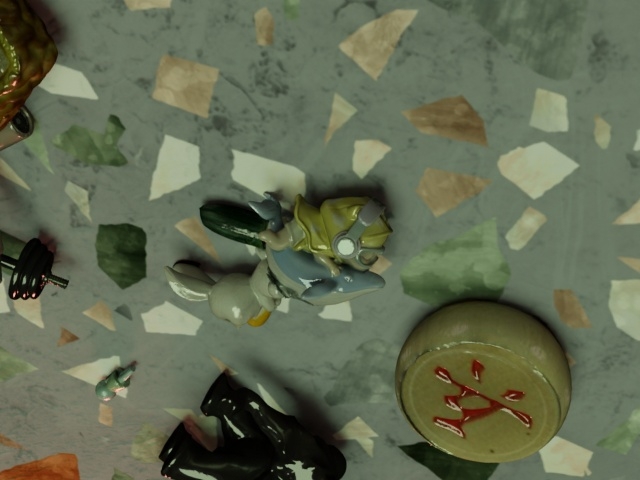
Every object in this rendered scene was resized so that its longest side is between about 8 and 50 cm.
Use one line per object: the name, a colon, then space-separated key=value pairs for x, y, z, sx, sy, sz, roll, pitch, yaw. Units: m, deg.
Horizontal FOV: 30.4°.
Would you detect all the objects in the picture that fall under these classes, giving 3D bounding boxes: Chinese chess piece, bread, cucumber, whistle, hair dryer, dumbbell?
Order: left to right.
bread: x=-0.446 y=-0.235 z=1.517 sx=0.222 sy=0.096 sz=0.181 roll=-37 pitch=90 yaw=33
hair dryer: x=-0.458 y=-0.056 z=1.645 sx=0.195 sy=0.054 sz=0.220 roll=-22 pitch=87 yaw=27
dumbbell: x=-0.471 y=0.028 z=1.737 sx=0.209 sy=0.099 sz=0.099 roll=21 pitch=128 yaw=-1
whistle: x=-0.328 y=0.227 z=1.886 sx=0.035 sy=0.035 sz=0.100 roll=41 pitch=124 yaw=-16
cucumber: x=-0.122 y=-0.023 z=1.636 sx=0.105 sy=0.048 sz=0.048 roll=16 pitch=128 yaw=5
Chinese chess piece: x=0.230 y=0.202 z=1.673 sx=0.250 sy=0.103 sz=0.249 roll=9 pitch=127 yaw=12

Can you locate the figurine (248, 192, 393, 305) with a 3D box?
figurine: x=0.000 y=0.000 z=1.569 sx=0.208 sy=0.128 sz=0.184 roll=39 pitch=103 yaw=1

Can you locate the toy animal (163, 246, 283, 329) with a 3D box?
toy animal: x=-0.121 y=0.068 z=1.693 sx=0.182 sy=0.131 sz=0.127 roll=-19 pitch=87 yaw=18

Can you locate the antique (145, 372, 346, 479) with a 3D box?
antique: x=-0.123 y=0.376 z=1.849 sx=0.255 sy=0.185 sz=0.322 roll=34 pitch=122 yaw=-5
